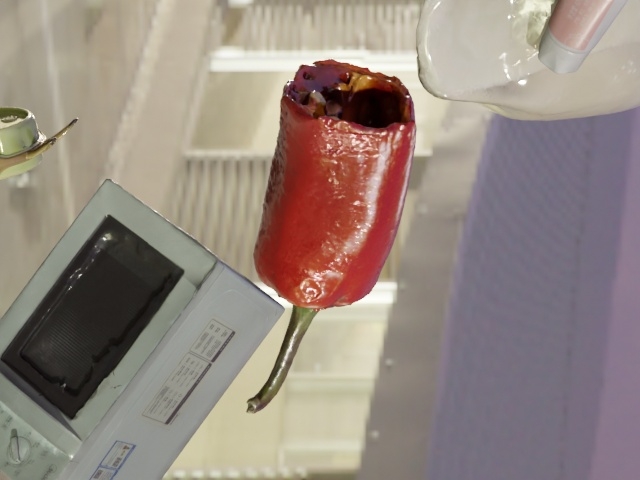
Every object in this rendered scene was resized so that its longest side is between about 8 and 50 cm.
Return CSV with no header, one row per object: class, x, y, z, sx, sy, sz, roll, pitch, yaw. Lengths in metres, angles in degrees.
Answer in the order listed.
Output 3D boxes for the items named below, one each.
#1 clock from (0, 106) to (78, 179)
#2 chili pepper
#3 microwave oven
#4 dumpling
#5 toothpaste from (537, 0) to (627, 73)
clock,-0.442,-0.130,1.938,0.170,0.231,0.069,-58,143,-65
chili pepper,0.004,-0.001,1.382,0.131,0.134,0.338,-103,-161,-55
microwave oven,-0.151,0.084,1.054,0.208,0.122,0.162,-53,156,-3
dumpling,0.236,-0.235,1.302,0.181,0.341,0.260,-116,-144,-57
toothpaste,0.222,-0.208,1.133,0.043,0.067,0.194,-59,177,-38
